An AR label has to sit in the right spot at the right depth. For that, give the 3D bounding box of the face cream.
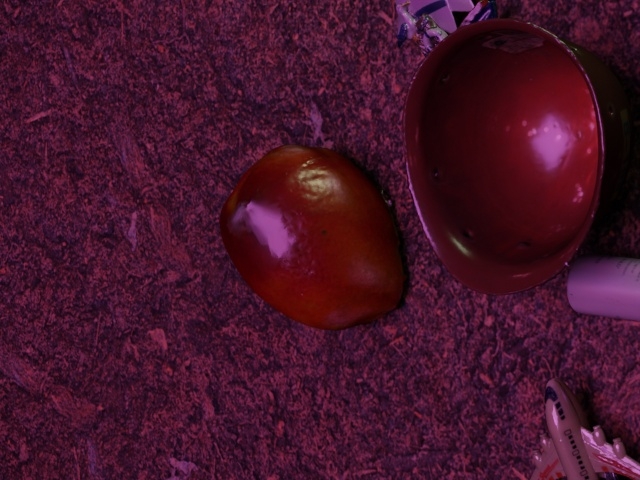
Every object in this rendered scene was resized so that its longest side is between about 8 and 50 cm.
[{"bbox_3d":[0.494,0.075,1.911,0.311,0.092,0.092,6,97,43],"label":"face cream"}]

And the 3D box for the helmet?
[{"bbox_3d":[0.312,-0.131,1.970,0.337,0.230,0.385,13,110,40],"label":"helmet"}]

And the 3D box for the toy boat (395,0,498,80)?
[{"bbox_3d":[0.181,-0.369,2.149,0.219,0.072,0.318,-14,94,48],"label":"toy boat"}]

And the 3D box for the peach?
[{"bbox_3d":[0.000,0.000,2.317,0.338,0.281,0.281,37,123,-5],"label":"peach"}]

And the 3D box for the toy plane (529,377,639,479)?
[{"bbox_3d":[0.383,0.325,2.025,0.242,0.104,0.256,-17,82,45],"label":"toy plane"}]
